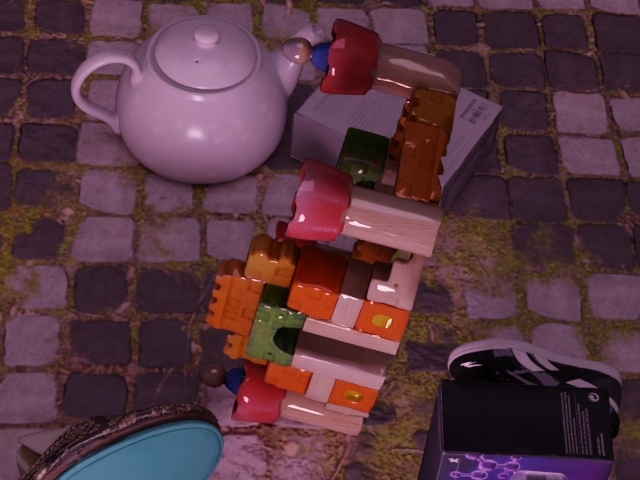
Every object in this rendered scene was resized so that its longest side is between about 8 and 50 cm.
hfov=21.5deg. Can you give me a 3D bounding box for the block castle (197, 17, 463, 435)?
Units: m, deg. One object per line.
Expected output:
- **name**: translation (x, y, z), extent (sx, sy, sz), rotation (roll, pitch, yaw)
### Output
- **block castle**: translation (0.000, 0.000, 1.939), extent (0.212, 0.453, 0.303), rotation (14, 51, -3)

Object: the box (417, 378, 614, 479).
- **box**: translation (0.205, 0.268, 1.854), extent (0.184, 0.261, 0.103), rotation (5, 50, -1)

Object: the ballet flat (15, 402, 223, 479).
- **ballet flat**: translation (-0.328, 0.314, 1.849), extent (0.182, 0.164, 0.483), rotation (22, 51, 38)

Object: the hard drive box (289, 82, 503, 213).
- **hard drive box**: translation (0.103, -0.149, 2.299), extent (0.232, 0.089, 0.181), rotation (28, 53, 16)

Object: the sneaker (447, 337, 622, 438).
- **sneaker**: translation (0.259, 0.194, 2.038), extent (0.216, 0.079, 0.121), rotation (9, 49, 0)

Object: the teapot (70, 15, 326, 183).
- **teapot**: translation (-0.163, -0.213, 2.263), extent (0.252, 0.187, 0.256), rotation (26, 54, 16)
